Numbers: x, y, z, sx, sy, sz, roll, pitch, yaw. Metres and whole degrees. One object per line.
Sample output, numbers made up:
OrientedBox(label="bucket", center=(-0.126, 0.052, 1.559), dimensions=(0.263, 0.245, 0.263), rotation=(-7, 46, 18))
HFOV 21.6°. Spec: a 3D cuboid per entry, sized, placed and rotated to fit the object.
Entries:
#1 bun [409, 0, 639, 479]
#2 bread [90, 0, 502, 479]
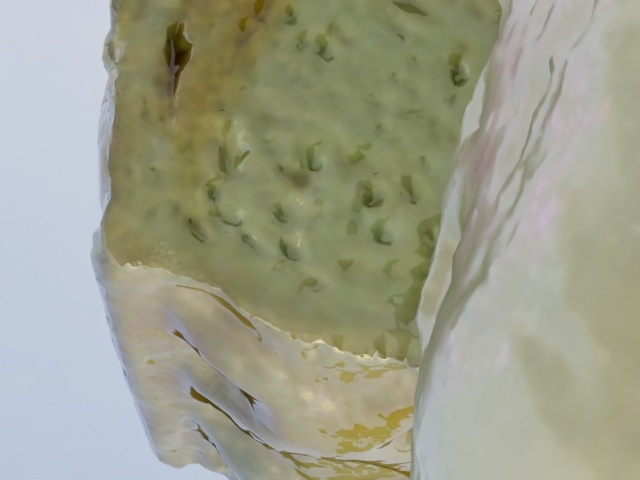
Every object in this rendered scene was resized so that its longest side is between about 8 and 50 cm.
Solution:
OrientedBox(label="bun", center=(0.143, 0.028, 0.496), dimensions=(0.361, 0.361, 0.213), rotation=(2, -167, -40))
OrientedBox(label="bread", center=(0.005, 0.003, 0.722), dimensions=(0.196, 0.252, 0.238), rotation=(-1, -110, -4))
